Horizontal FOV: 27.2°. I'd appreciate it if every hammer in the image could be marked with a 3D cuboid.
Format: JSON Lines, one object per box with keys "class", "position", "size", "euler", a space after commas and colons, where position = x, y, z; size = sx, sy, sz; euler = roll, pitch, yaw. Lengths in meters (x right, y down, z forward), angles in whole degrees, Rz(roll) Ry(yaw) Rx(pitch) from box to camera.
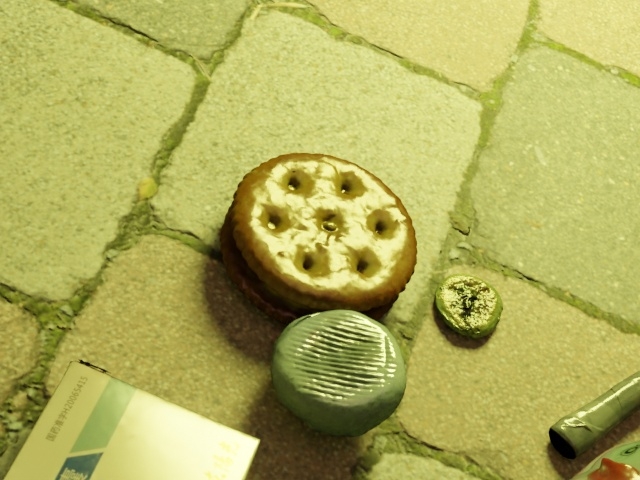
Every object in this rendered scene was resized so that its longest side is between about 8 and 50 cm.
{"class": "hammer", "position": [0.418, 0.139, 1.502], "size": [0.427, 0.044, 0.152], "euler": [-29, 68, -32]}

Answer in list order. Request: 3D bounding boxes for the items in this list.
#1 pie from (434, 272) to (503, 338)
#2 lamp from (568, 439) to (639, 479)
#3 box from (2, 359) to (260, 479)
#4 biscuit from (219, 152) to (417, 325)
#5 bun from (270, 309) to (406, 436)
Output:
{"class": "pie", "position": [0.165, 0.072, 1.478], "size": [0.084, 0.021, 0.084], "euler": [9, 52, -12]}
{"class": "lamp", "position": [0.304, 0.337, 1.235], "size": [0.247, 0.247, 0.301], "euler": [50, 57, -19]}
{"class": "box", "position": [-0.198, 0.271, 1.147], "size": [0.200, 0.065, 0.343], "euler": [23, 41, 0]}
{"class": "biscuit", "position": [0.000, 0.000, 1.449], "size": [0.221, 0.066, 0.220], "euler": [11, 50, -14]}
{"class": "bun", "position": [0.017, 0.137, 1.342], "size": [0.141, 0.083, 0.140], "euler": [3, 53, -4]}
